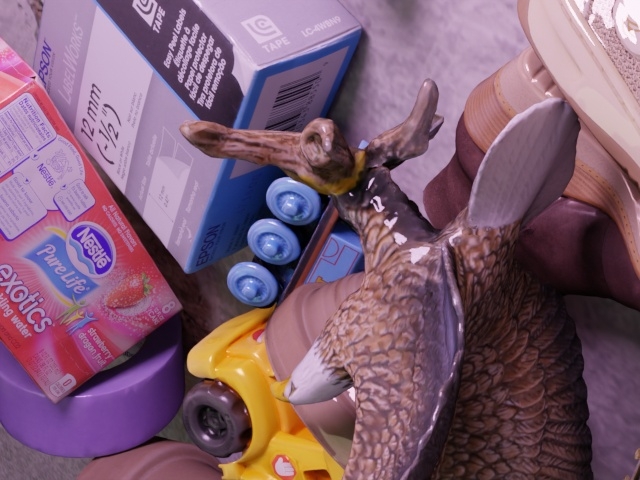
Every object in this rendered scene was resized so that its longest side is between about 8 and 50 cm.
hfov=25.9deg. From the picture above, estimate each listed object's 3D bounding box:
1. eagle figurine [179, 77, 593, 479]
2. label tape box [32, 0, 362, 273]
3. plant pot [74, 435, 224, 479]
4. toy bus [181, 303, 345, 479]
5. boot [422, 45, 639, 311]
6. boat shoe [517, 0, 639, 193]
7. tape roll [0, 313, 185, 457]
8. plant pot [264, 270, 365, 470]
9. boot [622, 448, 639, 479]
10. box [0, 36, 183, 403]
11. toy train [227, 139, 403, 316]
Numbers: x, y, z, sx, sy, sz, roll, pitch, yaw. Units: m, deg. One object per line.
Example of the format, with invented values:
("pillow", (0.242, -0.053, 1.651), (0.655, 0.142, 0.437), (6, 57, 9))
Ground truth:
("eagle figurine", (0.052, 0.080, 0.772), (0.225, 0.226, 0.298), (120, 136, -66))
("label tape box", (-0.145, -0.183, 1.112), (0.348, 0.115, 0.249), (47, 144, 18))
("plant pot", (-0.097, 0.330, 1.317), (0.229, 0.263, 0.263), (6, 119, 30))
("toy bus", (0.017, 0.164, 1.130), (0.211, 0.149, 0.220), (-7, 105, 40))
("boot", (0.174, 0.007, 0.881), (0.248, 0.090, 0.207), (52, 156, 13))
("boat shoe", (0.237, -0.031, 0.712), (0.110, 0.121, 0.341), (-42, 78, 34))
("tape roll", (-0.228, 0.119, 1.359), (0.189, 0.189, 0.080), (31, 136, 37))
("plant pot", (0.086, 0.094, 0.957), (0.110, 0.237, 0.237), (-48, 69, 17))
("boot", (0.181, 0.203, 0.883), (0.077, 0.213, 0.165), (-111, 23, -45))
("box", (-0.263, -0.023, 1.206), (0.142, 0.154, 0.300), (44, 167, 44))
("toy train", (0.000, 0.000, 1.068), (0.105, 0.080, 0.184), (26, 133, -2))
